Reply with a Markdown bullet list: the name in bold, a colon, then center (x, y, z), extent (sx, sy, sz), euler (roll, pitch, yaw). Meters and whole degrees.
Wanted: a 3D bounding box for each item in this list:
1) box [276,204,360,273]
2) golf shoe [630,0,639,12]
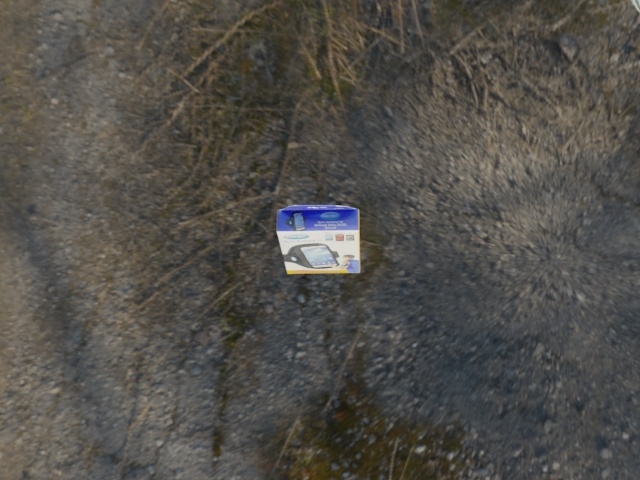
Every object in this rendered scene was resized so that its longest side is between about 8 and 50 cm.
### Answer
- **box**: center (0.000, 0.000, 0.871), extent (0.081, 0.136, 0.028), euler (-1, 70, 3)
- **golf shoe**: center (0.403, -0.308, 1.009), extent (0.140, 0.306, 0.115), euler (46, 109, 36)
